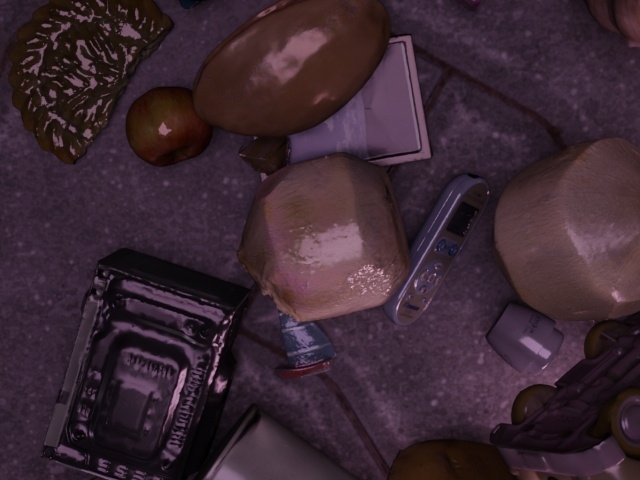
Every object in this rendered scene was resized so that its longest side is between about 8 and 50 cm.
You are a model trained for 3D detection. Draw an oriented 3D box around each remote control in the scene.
[{"bbox_3d":[0.164,0.011,1.497,0.047,0.087,0.244,36,100,39],"label":"remote control"}]

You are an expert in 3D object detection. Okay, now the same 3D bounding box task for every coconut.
[{"bbox_3d":[0.371,-0.011,1.381,0.245,0.247,0.245,5,81,-32],"label":"coconut"},{"bbox_3d":[0.000,0.002,1.435,0.230,0.227,0.227,-15,96,9],"label":"coconut"}]

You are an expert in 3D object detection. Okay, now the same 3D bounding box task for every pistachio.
[{"bbox_3d":[-0.040,-0.241,1.408,0.293,0.162,0.181,-29,132,10],"label":"pistachio"}]

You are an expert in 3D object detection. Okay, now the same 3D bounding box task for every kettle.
[{"bbox_3d":[-0.039,0.417,1.521,0.318,0.265,0.205,36,63,-2],"label":"kettle"}]

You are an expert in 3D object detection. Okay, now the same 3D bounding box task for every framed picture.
[{"bbox_3d":[0.022,-0.189,1.510,0.260,0.023,0.189,-9,98,5],"label":"framed picture"}]

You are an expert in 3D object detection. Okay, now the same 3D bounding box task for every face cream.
[{"bbox_3d":[0.295,0.141,1.500,0.095,0.091,0.091,34,98,6],"label":"face cream"}]

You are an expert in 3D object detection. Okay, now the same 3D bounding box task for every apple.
[{"bbox_3d":[-0.215,-0.164,1.473,0.126,0.126,0.102,-20,78,6],"label":"apple"}]

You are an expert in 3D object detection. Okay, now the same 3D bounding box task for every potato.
[{"bbox_3d":[0.240,0.387,1.453,0.299,0.239,0.116,28,142,-7],"label":"potato"}]

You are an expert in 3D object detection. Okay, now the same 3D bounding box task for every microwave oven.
[{"bbox_3d":[-0.249,0.188,1.492,0.237,0.181,0.295,19,97,2],"label":"microwave oven"}]

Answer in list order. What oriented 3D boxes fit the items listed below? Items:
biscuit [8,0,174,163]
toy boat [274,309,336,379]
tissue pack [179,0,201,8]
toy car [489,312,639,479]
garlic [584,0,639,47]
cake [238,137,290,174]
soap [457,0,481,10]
[{"bbox_3d":[-0.359,-0.261,1.513,0.187,0.036,0.273,33,98,-1],"label":"biscuit"},{"bbox_3d":[-0.031,0.141,1.547,0.096,0.034,0.122,-11,95,-1],"label":"toy boat"},{"bbox_3d":[-0.216,-0.453,1.399,0.287,0.198,0.206,30,96,-3],"label":"tissue pack"},{"bbox_3d":[0.432,0.249,1.386,0.336,0.242,0.226,-37,99,-23],"label":"toy car"},{"bbox_3d":[0.456,-0.403,1.331,0.241,0.322,0.322,2,98,-16],"label":"garlic"},{"bbox_3d":[-0.080,-0.113,1.456,0.052,0.121,0.065,14,108,9],"label":"cake"},{"bbox_3d":[0.168,-0.427,1.447,0.203,0.065,0.122,36,98,-2],"label":"soap"}]
